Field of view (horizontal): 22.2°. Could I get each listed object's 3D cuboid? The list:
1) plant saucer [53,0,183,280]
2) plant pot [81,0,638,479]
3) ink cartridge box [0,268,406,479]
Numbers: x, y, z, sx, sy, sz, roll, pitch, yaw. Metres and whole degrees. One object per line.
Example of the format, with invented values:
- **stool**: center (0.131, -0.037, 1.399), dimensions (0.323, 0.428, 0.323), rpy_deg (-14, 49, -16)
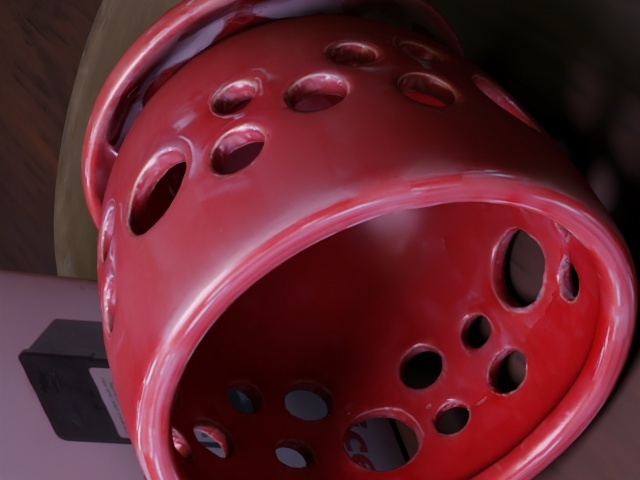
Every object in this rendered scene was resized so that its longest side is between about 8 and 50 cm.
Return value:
- **plant saucer**: center (-0.079, -0.062, 0.854), dimensions (0.278, 0.041, 0.278), rpy_deg (-33, 51, 53)
- **plant pot**: center (0.000, 0.000, 0.632), dimensions (0.191, 0.191, 0.174), rpy_deg (-62, 37, 29)
- **ink cartridge box**: center (-0.098, 0.127, 0.672), dimensions (0.121, 0.289, 0.211), rpy_deg (-50, 47, 36)
